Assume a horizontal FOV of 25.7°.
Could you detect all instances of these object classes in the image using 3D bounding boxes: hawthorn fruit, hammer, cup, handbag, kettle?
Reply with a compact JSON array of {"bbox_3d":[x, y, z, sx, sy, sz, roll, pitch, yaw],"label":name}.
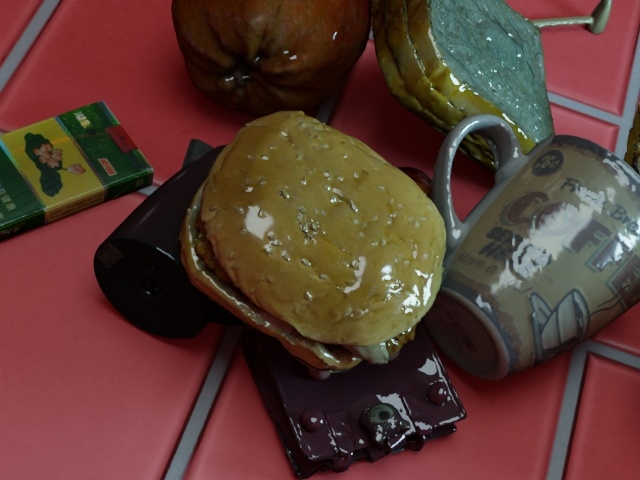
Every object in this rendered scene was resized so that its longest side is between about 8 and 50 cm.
[{"bbox_3d":[-0.062,-0.291,1.793,0.258,0.258,0.261,6,72,-9],"label":"hawthorn fruit"},{"bbox_3d":[0.331,-0.322,2.036,0.195,0.060,0.028,-8,55,-14],"label":"hammer"},{"bbox_3d":[0.224,0.003,1.629,0.257,0.227,0.301,-37,91,-28],"label":"cup"},{"bbox_3d":[0.035,0.151,1.578,0.203,0.074,0.216,-12,57,-21],"label":"handbag"},{"bbox_3d":[-0.121,0.000,1.623,0.202,0.144,0.232,42,49,-5],"label":"kettle"}]

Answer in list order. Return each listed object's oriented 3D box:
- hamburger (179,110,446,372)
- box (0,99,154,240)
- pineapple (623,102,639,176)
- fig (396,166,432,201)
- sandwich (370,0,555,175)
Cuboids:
[{"bbox_3d":[0.000,-0.001,1.519,0.283,0.144,0.259,32,47,-16],"label":"hamburger"},{"bbox_3d":[-0.335,-0.083,1.695,0.235,0.034,0.132,-24,61,-29],"label":"box"},{"bbox_3d":[0.463,-0.041,1.787,0.164,0.140,0.249,-1,54,-10],"label":"pineapple"},{"bbox_3d":[0.086,-0.029,1.711,0.150,0.128,0.128,6,36,45],"label":"fig"},{"bbox_3d":[0.187,-0.237,1.808,0.301,0.099,0.271,33,39,-40],"label":"sandwich"}]
